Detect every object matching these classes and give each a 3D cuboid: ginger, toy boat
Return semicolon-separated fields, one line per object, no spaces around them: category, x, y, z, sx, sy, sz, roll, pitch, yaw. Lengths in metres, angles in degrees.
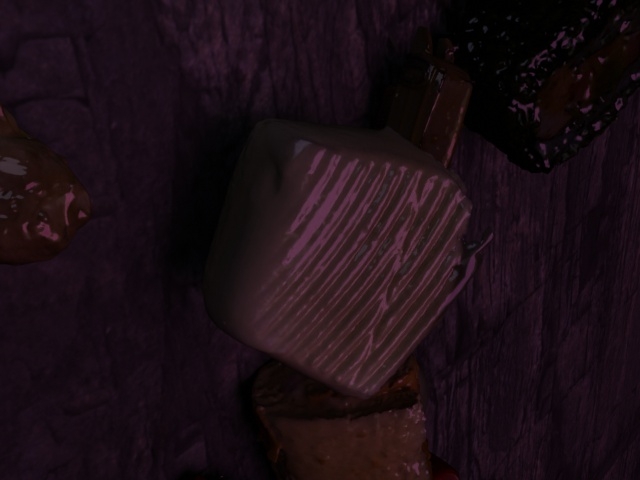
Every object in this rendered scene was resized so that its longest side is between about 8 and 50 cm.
ginger;-0.289;-0.006;0.731;0.193;0.122;0.115;-51;161;-8
toy boat;0.114;-0.122;1.128;0.089;0.115;0.310;3;108;-43

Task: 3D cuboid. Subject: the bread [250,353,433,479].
bread;0.042;0.319;1.228;0.236;0.165;0.375;-7;131;4

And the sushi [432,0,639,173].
sushi;0.345;-0.269;1.228;0.352;0.178;0.294;-43;143;-7

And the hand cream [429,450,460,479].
hand cream;0.143;0.449;1.490;0.193;0.125;0.193;-26;130;-36

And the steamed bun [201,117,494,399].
steamed bun;0.000;0.000;0.995;0.273;0.272;0.290;24;90;-18

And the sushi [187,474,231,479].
sushi;-0.110;0.384;1.173;0.103;0.097;0.226;-42;118;8

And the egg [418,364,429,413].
egg;0.112;0.235;1.335;0.114;0.114;0.152;-39;136;-29
